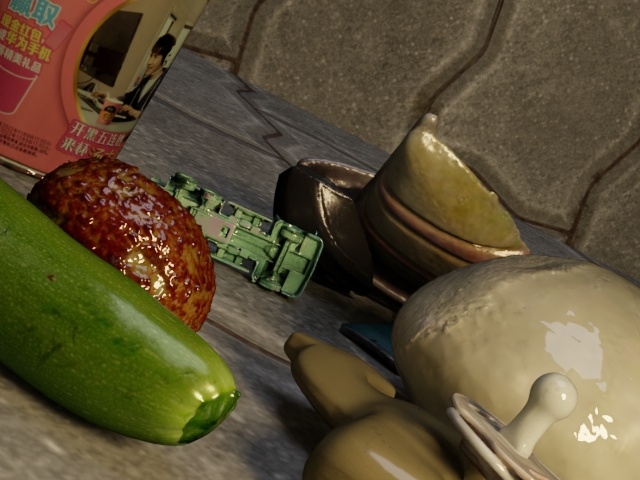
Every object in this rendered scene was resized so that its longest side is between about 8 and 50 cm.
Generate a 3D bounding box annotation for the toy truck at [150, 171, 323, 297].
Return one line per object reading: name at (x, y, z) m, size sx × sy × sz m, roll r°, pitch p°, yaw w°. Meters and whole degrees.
toy truck at (-0.087, -0.010, 1.112) m, size 0.175 × 0.067 × 0.081 m, roll 24°, pitch 5°, yaw -7°

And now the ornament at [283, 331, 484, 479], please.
ornament at (0.054, 0.141, 0.742) m, size 0.245 × 0.061 × 0.230 m, roll 35°, pitch 11°, yaw 12°

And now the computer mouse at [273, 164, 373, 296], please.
computer mouse at (0.000, 0.000, 1.194) m, size 0.099 × 0.057 × 0.172 m, roll 7°, pitch -45°, yaw 43°

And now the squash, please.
squash at (-0.168, 0.025, 0.661) m, size 0.292 × 0.082 × 0.082 m, roll 34°, pitch 12°, yaw 25°

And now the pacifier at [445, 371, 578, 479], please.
pacifier at (0.119, 0.109, 0.693) m, size 0.081 × 0.078 × 0.099 m, roll 35°, pitch 9°, yaw -40°

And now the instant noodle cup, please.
instant noodle cup at (-0.227, -0.194, 1.081) m, size 0.244 × 0.255 × 0.244 m, roll 26°, pitch 10°, yaw -5°

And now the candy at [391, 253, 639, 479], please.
candy at (0.188, 0.108, 0.924) m, size 0.295 × 0.185 × 0.295 m, roll 33°, pitch 11°, yaw -8°

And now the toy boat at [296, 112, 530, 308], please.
toy boat at (0.112, 0.002, 1.207) m, size 0.276 × 0.111 × 0.293 m, roll 42°, pitch -16°, yaw -19°

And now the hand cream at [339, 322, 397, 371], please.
hand cream at (0.110, 0.103, 1.157) m, size 0.083 × 0.048 × 0.224 m, roll 35°, pitch 18°, yaw 34°

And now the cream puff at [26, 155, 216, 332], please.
cream puff at (-0.124, 0.005, 0.764) m, size 0.149 × 0.084 × 0.149 m, roll 46°, pitch -13°, yaw 14°
